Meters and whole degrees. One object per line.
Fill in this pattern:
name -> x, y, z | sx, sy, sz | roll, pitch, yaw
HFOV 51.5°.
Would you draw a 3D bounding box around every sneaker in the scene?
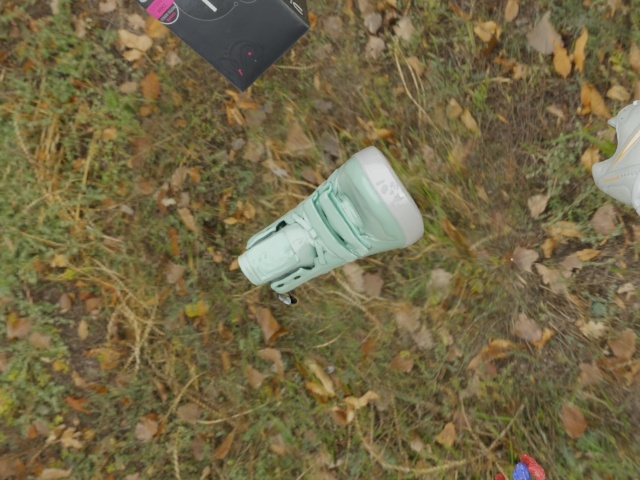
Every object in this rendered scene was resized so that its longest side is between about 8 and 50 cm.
sneaker -> 0.000, 0.000, 0.624 | 0.151, 0.256, 0.094 | -31, 87, -10
sneaker -> 0.438, -0.165, 0.845 | 0.121, 0.099, 0.263 | 36, 102, 43

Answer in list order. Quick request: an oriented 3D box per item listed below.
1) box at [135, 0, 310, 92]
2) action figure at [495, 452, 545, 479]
box -> -0.167, -0.401, 1.056 | 0.165, 0.270, 0.143 | -38, 35, 25
action figure -> 0.107, 0.147, 0.367 | 0.038, 0.115, 0.030 | -40, 71, 15
